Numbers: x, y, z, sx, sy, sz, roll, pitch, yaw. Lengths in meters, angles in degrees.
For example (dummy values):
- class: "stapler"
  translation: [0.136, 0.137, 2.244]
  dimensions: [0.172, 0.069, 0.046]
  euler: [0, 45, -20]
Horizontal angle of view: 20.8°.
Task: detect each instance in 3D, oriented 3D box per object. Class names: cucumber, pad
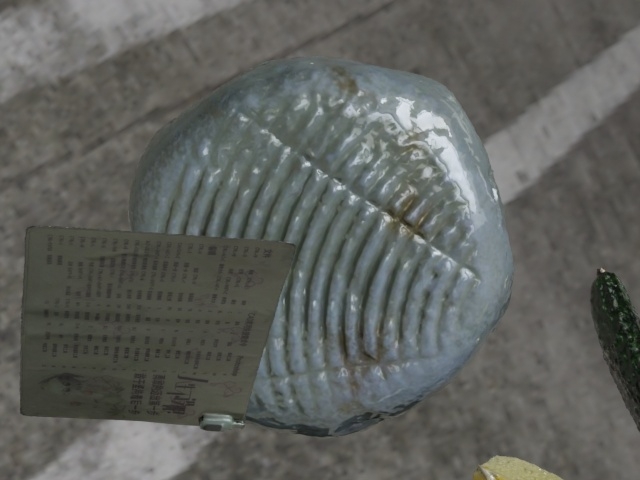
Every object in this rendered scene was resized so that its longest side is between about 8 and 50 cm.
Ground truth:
- class: "cucumber"
  translation: [0.365, 0.133, 2.050]
  dimensions: [0.067, 0.067, 0.293]
  euler: [35, 23, -32]
- class: "pad"
  translation: [-0.112, 0.064, 1.119]
  dimensions: [0.160, 0.265, 0.009]
  euler: [4, 59, -8]

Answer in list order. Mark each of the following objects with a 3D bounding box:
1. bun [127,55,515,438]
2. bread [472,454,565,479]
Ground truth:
- class: "bun"
  translation: [0.006, 0.002, 1.528]
  dimensions: [0.354, 0.354, 0.194]
  euler: [58, 15, -7]
- class: "bread"
  translation: [0.163, 0.279, 1.422]
  dimensions: [0.125, 0.188, 0.068]
  euler: [25, 25, 21]
